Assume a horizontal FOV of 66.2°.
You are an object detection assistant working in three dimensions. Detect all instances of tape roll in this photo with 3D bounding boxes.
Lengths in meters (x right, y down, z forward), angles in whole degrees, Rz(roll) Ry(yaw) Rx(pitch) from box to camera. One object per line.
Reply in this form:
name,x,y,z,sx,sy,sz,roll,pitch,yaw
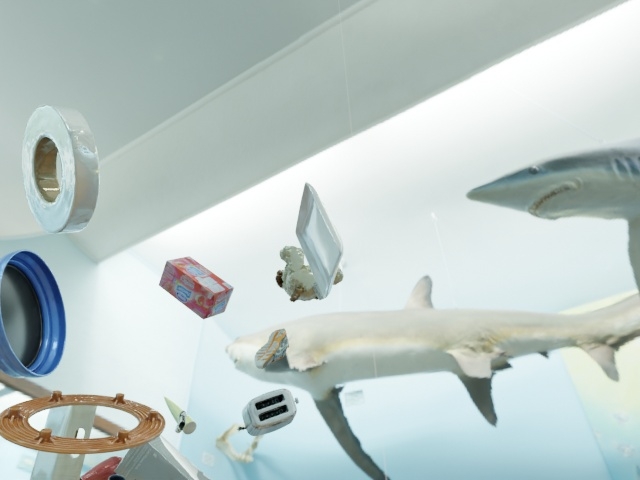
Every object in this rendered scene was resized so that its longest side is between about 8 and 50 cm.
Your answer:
tape roll,-0.789,-0.213,1.481,0.072,0.392,0.392,-8,-29,-50

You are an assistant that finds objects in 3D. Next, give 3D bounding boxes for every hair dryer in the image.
hair dryer,-0.807,0.959,1.946,0.294,0.223,0.080,25,-72,-25

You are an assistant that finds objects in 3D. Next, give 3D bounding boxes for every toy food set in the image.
toy food set,-0.729,0.584,1.410,0.092,0.219,0.306,24,-33,-35

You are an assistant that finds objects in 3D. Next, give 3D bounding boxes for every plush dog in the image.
plush dog,-0.067,0.169,1.896,0.263,0.210,0.225,23,-22,1

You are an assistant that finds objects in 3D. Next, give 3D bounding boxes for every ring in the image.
ring,-0.508,0.381,1.068,0.337,0.032,0.336,9,-4,1

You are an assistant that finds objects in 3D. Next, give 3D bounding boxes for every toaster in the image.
toaster,-0.192,0.625,1.793,0.227,0.129,0.146,-11,-28,-23

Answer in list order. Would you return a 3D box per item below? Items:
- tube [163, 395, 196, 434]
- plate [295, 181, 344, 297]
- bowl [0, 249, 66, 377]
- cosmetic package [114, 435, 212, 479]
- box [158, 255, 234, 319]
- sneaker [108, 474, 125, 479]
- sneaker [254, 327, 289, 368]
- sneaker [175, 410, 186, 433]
tube,-0.621,0.760,2.152,0.062,0.240,0.070,9,-84,-41
plate,0.000,0.000,1.532,0.045,0.277,0.278,-14,-31,-20
bowl,-0.898,0.224,1.491,0.077,0.391,0.391,-11,-45,-6
cosmetic package,-0.433,0.661,1.371,0.238,0.127,0.107,32,-6,17
box,-0.481,0.178,1.899,0.257,0.128,0.122,31,-71,21
sneaker,-0.436,0.676,1.130,0.237,0.130,0.322,-13,-56,5
sneaker,-0.173,0.420,1.857,0.084,0.215,0.083,-12,-71,30
sneaker,-0.504,0.662,1.798,0.032,0.083,0.037,29,-47,-26
